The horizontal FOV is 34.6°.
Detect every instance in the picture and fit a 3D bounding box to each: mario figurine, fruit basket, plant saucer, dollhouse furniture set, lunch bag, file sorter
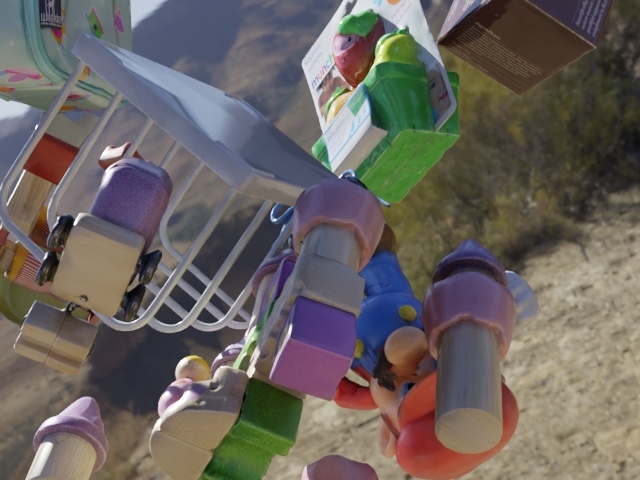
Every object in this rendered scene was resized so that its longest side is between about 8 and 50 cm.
[{"bbox_3d":[0.066,0.080,0.934,0.170,0.198,0.320,14,20,-30],"label":"mario figurine"},{"bbox_3d":[0.071,-0.250,1.622,0.165,0.353,0.327,-3,-29,-33],"label":"fruit basket"},{"bbox_3d":[-0.435,0.067,1.745,0.241,0.037,0.241,-2,48,2],"label":"plant saucer"},{"bbox_3d":[-0.364,-0.022,1.505,0.374,0.201,0.152,-46,23,56],"label":"dollhouse furniture set"},{"bbox_3d":[-0.274,-0.251,1.029,0.108,0.224,0.279,-2,-3,7],"label":"lunch bag"},{"bbox_3d":[-0.112,-0.030,0.907,0.173,0.193,0.278,-54,-20,10],"label":"file sorter"}]

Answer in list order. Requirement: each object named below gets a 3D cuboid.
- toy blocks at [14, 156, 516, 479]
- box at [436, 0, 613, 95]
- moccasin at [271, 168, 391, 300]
[{"bbox_3d":[-0.046,0.066,0.769,0.260,0.309,0.288,-79,15,-52],"label":"toy blocks"},{"bbox_3d":[0.312,-0.354,1.542,0.168,0.167,0.203,-66,15,-22],"label":"box"},{"bbox_3d":[0.000,0.000,1.243,0.138,0.116,0.342,-12,-22,-10],"label":"moccasin"}]
